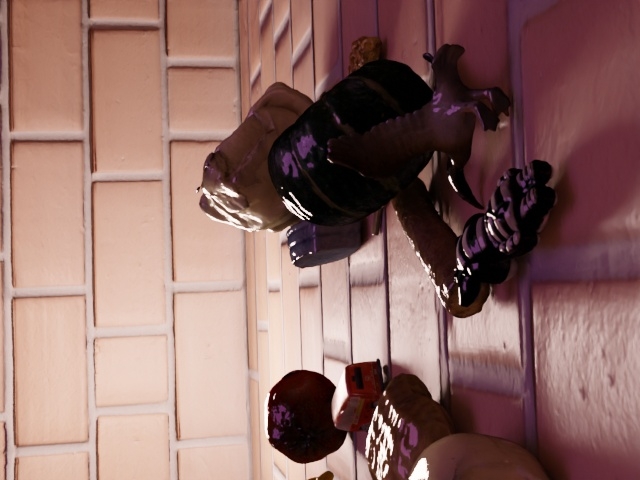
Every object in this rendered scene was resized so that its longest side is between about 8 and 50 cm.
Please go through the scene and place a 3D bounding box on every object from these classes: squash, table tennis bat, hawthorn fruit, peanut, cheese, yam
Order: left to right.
[{"bbox_3d":[-0.032,0.352,1.907,0.235,0.181,0.181,-98,9,-80],"label":"hawthorn fruit"},{"bbox_3d":[0.050,-0.132,1.256,0.165,0.252,0.252,46,173,-9],"label":"squash"},{"bbox_3d":[0.100,-0.081,1.563,0.087,0.013,0.156,-112,24,-59],"label":"table tennis bat"},{"bbox_3d":[0.122,0.280,1.254,0.233,0.110,0.196,-127,37,-68],"label":"peanut"},{"bbox_3d":[0.147,-0.003,1.214,0.299,0.066,0.066,-110,22,-58],"label":"yam"},{"bbox_3d":[0.172,0.337,0.978,0.233,0.127,0.265,107,162,-65],"label":"cheese"}]

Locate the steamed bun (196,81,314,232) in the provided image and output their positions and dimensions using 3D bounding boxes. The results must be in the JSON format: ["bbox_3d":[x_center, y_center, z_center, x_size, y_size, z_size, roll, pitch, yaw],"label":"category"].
[{"bbox_3d":[-0.091,-0.139,1.958,0.346,0.237,0.394,-56,-2,27],"label":"steamed bun"}]

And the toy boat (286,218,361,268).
[{"bbox_3d":[0.000,0.000,1.789,0.283,0.127,0.078,143,119,-74],"label":"toy boat"}]

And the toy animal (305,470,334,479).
[{"bbox_3d":[-0.003,0.558,1.842,0.156,0.156,0.229,-106,22,-52],"label":"toy animal"}]

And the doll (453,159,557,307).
[{"bbox_3d":[0.192,-0.009,0.985,0.219,0.067,0.091,120,151,-58],"label":"doll"}]

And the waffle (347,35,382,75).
[{"bbox_3d":[0.075,-0.247,1.576,0.149,0.051,0.194,-134,49,-73],"label":"waffle"}]

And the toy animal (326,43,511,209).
[{"bbox_3d":[0.146,-0.121,1.071,0.197,0.272,0.160,52,147,-2],"label":"toy animal"}]

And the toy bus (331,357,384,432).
[{"bbox_3d":[0.065,0.276,1.617,0.174,0.077,0.079,106,160,-55],"label":"toy bus"}]
